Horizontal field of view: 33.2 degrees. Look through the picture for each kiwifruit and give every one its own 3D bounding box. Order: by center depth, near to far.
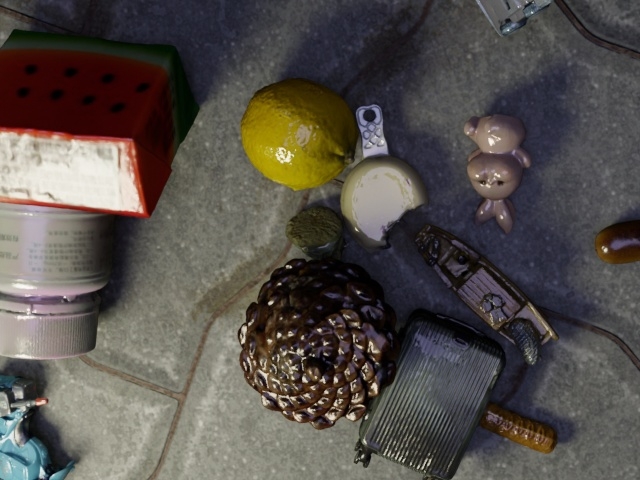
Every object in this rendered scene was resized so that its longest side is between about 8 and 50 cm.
[{"bbox_3d":[0.553,0.003,1.926,0.124,0.075,0.075,-14,95,2],"label":"kiwifruit"}]

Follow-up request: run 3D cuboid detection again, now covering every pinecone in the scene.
[{"bbox_3d":[0.003,0.174,1.892,0.298,0.296,0.242,-28,127,17],"label":"pinecone"}]

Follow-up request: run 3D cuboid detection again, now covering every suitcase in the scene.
[{"bbox_3d":[0.199,0.292,1.960,0.202,0.128,0.312,24,98,0],"label":"suitcase"}]

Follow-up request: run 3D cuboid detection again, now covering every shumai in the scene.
[{"bbox_3d":[0.001,-0.001,1.974,0.099,0.124,0.087,-37,133,-11],"label":"shumai"}]

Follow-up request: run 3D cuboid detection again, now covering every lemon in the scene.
[{"bbox_3d":[-0.037,-0.187,1.890,0.231,0.192,0.192,32,99,27],"label":"lemon"}]

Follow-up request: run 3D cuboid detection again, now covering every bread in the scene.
[{"bbox_3d":[0.366,0.348,1.995,0.157,0.044,0.052,23,92,1],"label":"bread"}]

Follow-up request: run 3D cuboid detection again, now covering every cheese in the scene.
[{"bbox_3d":[0.090,-0.111,1.952,0.163,0.071,0.248,-30,93,7],"label":"cheese"}]

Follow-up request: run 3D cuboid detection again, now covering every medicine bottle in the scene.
[{"bbox_3d":[-0.498,0.045,1.934,0.241,0.241,0.301,5,98,4],"label":"medicine bottle"}]

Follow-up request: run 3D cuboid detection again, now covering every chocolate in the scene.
[{"bbox_3d":[-0.420,-0.211,1.844,0.360,0.341,0.161,6,130,4],"label":"chocolate"}]

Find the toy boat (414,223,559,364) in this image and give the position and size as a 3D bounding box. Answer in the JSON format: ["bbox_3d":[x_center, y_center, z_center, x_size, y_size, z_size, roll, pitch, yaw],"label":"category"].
[{"bbox_3d":[0.295,0.091,1.935,0.321,0.121,0.089,43,104,-1],"label":"toy boat"}]

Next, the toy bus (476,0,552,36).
[{"bbox_3d":[0.349,-0.426,1.765,0.136,0.330,0.109,-33,94,-2],"label":"toy bus"}]

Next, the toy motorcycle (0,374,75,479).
[{"bbox_3d":[-0.564,0.386,2.043,0.182,0.123,0.272,-7,97,16],"label":"toy motorcycle"}]

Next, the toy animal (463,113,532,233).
[{"bbox_3d":[0.314,-0.116,1.911,0.124,0.124,0.212,1,93,5],"label":"toy animal"}]
